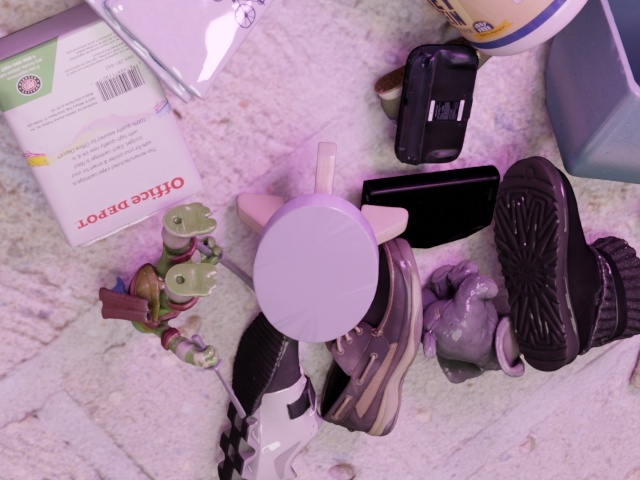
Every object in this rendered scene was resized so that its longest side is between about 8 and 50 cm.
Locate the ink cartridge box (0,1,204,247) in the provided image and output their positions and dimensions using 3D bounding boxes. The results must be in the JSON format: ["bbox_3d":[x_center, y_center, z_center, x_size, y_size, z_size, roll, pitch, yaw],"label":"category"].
[{"bbox_3d":[-0.305,-0.161,1.598,0.201,0.117,0.278,-25,118,-7],"label":"ink cartridge box"}]

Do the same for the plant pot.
[{"bbox_3d":[0.465,-0.217,1.752,0.248,0.247,0.252,5,146,-21],"label":"plant pot"}]

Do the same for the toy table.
[{"bbox_3d":[0.000,0.000,1.710,0.252,0.161,0.274,14,133,-8],"label":"toy table"}]

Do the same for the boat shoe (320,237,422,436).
[{"bbox_3d":[0.072,0.161,1.856,0.130,0.132,0.355,2,117,-14],"label":"boat shoe"}]

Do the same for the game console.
[{"bbox_3d":[0.174,-0.132,1.766,0.213,0.044,0.361,-7,132,-15],"label":"game console"}]

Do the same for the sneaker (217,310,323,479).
[{"bbox_3d":[-0.060,0.245,1.875,0.146,0.122,0.330,1,118,-27],"label":"sneaker"}]

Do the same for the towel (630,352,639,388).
[{"bbox_3d":[0.633,0.221,2.138,0.148,0.027,0.110,5,111,-20],"label":"towel"}]

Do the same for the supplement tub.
[{"bbox_3d":[0.201,-0.421,1.583,0.316,0.228,0.228,38,98,-28],"label":"supplement tub"}]

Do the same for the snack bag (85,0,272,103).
[{"bbox_3d":[-0.184,-0.403,1.503,0.342,0.037,0.323,45,71,-31],"label":"snack bag"}]

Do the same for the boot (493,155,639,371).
[{"bbox_3d":[0.408,0.017,1.878,0.260,0.131,0.348,-19,109,-38],"label":"boot"}]

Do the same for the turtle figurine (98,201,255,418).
[{"bbox_3d":[-0.163,0.072,1.694,0.275,0.266,0.198,30,61,2],"label":"turtle figurine"}]

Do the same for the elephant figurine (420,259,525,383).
[{"bbox_3d":[0.265,0.158,1.904,0.186,0.169,0.239,-44,115,-2],"label":"elephant figurine"}]

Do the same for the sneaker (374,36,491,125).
[{"bbox_3d":[0.177,-0.232,1.761,0.192,0.064,0.086,-26,125,-4],"label":"sneaker"}]
